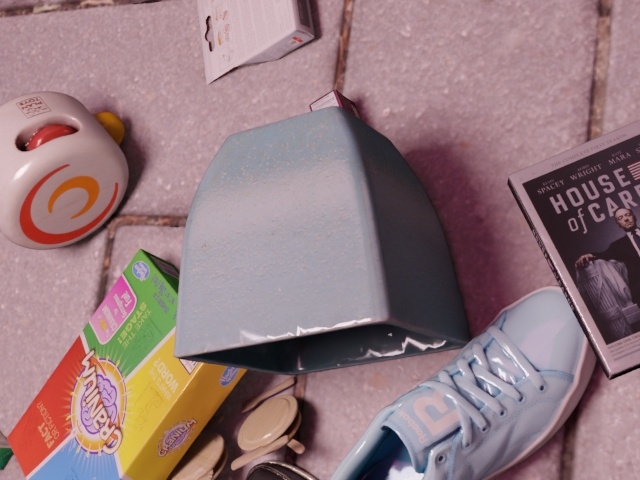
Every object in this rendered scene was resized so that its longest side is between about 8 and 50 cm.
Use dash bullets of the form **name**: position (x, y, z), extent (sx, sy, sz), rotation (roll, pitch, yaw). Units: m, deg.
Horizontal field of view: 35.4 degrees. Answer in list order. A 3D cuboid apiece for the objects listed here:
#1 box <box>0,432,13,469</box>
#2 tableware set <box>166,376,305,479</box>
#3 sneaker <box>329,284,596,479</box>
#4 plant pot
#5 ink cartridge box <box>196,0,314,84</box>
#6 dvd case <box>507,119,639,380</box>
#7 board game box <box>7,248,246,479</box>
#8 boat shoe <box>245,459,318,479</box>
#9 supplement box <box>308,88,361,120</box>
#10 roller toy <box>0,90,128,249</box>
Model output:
- **box**: position (-0.524, 0.253, 1.411), extent (0.179, 0.105, 0.043), rotation (36, 95, 31)
- **tableware set**: position (-0.100, 0.251, 1.203), extent (0.194, 0.039, 0.128), rotation (-30, 23, 17)
- **sneaker**: position (0.144, 0.190, 1.041), extent (0.135, 0.150, 0.366), rotation (43, 98, 28)
- **plant pot**: position (0.000, 0.000, 1.104), extent (0.247, 0.248, 0.252), rotation (-12, 74, 26)
- **ink cartridge box**: position (-0.091, -0.304, 1.360), extent (0.179, 0.045, 0.146), rotation (-24, 67, 41)
- **dvd case**: position (0.323, 0.001, 1.029), extent (0.179, 0.029, 0.239), rotation (-23, 67, 0)
- **board game box**: position (-0.247, 0.201, 1.254), extent (0.317, 0.064, 0.242), rotation (-54, 42, 5)
- **boat shoe**: position (-0.010, 0.335, 1.133), extent (0.233, 0.079, 0.084), rotation (44, 102, 30)
- **supplement box**: position (0.026, -0.135, 1.237), extent (0.043, 0.055, 0.083), rotation (-28, 66, 21)
- **roller toy**: position (-0.372, -0.100, 1.363), extent (0.209, 0.191, 0.146), rotation (-49, 60, 10)
